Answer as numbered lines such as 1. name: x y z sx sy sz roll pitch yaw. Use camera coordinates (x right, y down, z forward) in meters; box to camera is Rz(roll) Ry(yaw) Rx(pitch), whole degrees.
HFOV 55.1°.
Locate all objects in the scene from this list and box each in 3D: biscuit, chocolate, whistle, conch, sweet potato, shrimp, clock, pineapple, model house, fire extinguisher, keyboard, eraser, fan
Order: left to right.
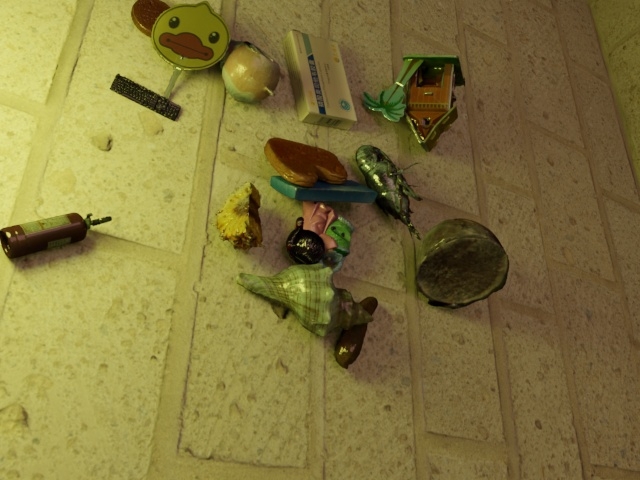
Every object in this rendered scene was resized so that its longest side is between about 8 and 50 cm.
1. fire extinguisher: -0.596 -0.021 1.399 0.231 0.099 0.071 -18 98 -38
2. keyboard: -0.491 -0.403 1.729 0.196 0.018 0.060 24 57 -22
3. biscuit: -0.459 -0.654 1.870 0.236 0.039 0.179 23 59 -23
4. fan: -0.397 -0.564 1.803 0.230 0.011 0.335 20 77 -2
5. pineapple: -0.225 -0.048 1.652 0.079 0.135 0.233 51 20 -39
6. whistle: -0.256 -0.548 1.896 0.189 0.189 0.348 -22 62 -40
7. biscuit: -0.034 -0.219 1.853 0.277 0.052 0.262 7 31 -35
8. conch: -0.025 0.139 1.665 0.386 0.169 0.203 34 32 -17
9. clock: 0.000 0.000 1.798 0.194 0.100 0.195 35 52 -16
10. eraser: 0.011 -0.155 1.865 0.312 0.144 0.042 -1 111 -36
11. sweet potato: 0.105 0.248 1.760 0.075 0.075 0.273 40 46 -11
12. shrimp: 0.251 -0.177 2.018 0.372 0.172 0.137 50 43 8
13. model house: 0.350 -0.495 2.294 0.300 0.340 0.323 21 74 -72
14. chocolate: 0.437 0.044 1.982 0.303 0.303 0.213 27 31 -20

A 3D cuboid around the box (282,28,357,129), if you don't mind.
1. box: -0.004 -0.553 2.111 0.200 0.065 0.343 3 64 -33
